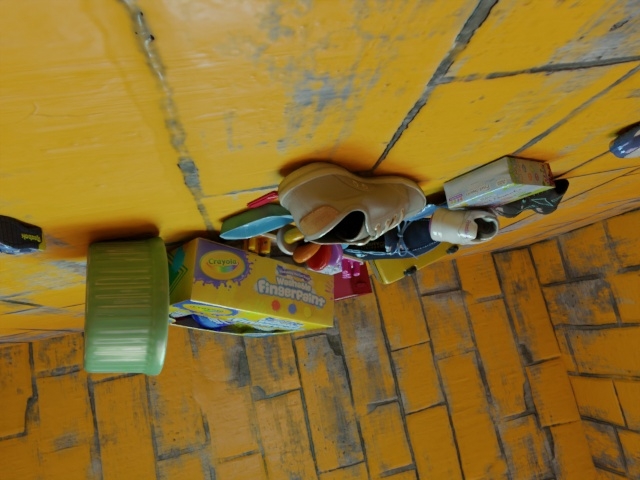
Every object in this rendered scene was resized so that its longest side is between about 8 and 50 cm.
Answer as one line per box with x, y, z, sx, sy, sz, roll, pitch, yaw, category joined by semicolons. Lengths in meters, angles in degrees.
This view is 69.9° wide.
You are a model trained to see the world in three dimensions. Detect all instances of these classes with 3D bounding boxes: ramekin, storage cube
-0.427;0.140;0.989;0.148;0.304;0.303;2;165;-27;ramekin
0.070;0.142;1.841;0.214;0.193;0.183;-17;169;30;storage cube

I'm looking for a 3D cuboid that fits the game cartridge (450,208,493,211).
0.482;-0.085;1.483;0.195;0.060;0.294;-6;169;-11;game cartridge

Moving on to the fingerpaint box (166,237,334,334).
-0.244;0.163;1.293;0.444;0.163;0.370;19;153;-39;fingerpaint box

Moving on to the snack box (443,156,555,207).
0.430;-0.133;1.103;0.206;0.070;0.174;-2;167;-38;snack box

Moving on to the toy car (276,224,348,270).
0.000;0.000;1.086;0.181;0.136;0.159;-23;180;-44;toy car

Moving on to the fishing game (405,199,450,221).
0.320;-0.096;1.269;0.263;0.041;0.189;-13;172;-34;fishing game

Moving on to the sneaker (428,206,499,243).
0.417;-0.030;1.216;0.152;0.114;0.305;13;-166;42;sneaker

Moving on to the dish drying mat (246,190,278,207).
-0.112;-0.082;0.926;0.083;0.008;0.032;-20;168;38;dish drying mat

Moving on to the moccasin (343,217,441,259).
0.222;0.007;1.446;0.341;0.138;0.116;-17;164;22;moccasin

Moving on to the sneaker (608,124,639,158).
0.777;-0.199;0.973;0.296;0.131;0.112;-10;172;0;sneaker

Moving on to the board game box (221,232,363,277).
-0.137;0.086;1.388;0.389;0.051;0.389;16;155;-33;board game box

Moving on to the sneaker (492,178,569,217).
0.582;-0.133;1.286;0.267;0.101;0.106;-6;146;-25;sneaker

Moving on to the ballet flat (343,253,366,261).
0.031;0.068;1.598;0.342;0.116;0.124;-10;153;-40;ballet flat

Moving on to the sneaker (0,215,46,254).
-0.520;-0.002;0.762;0.059;0.053;0.144;-9;169;-3;sneaker

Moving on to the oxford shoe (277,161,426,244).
0.091;-0.055;0.931;0.169;0.130;0.449;-35;161;31;oxford shoe

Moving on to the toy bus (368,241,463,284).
0.349;0.042;1.681;0.332;0.108;0.130;-26;-173;-9;toy bus

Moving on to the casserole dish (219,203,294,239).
-0.142;-0.043;1.025;0.188;0.037;0.114;-19;168;30;casserole dish
